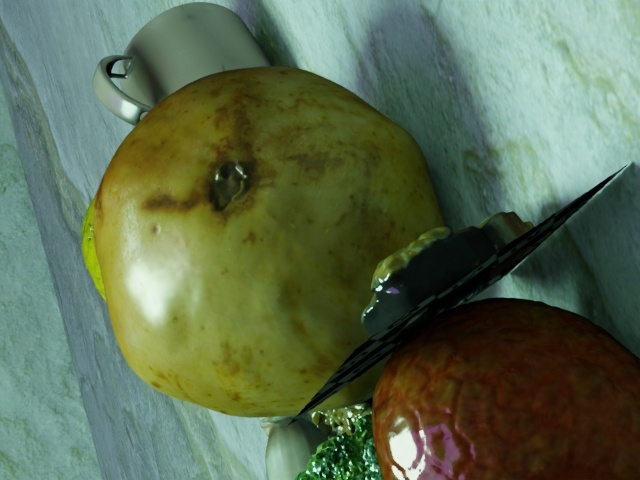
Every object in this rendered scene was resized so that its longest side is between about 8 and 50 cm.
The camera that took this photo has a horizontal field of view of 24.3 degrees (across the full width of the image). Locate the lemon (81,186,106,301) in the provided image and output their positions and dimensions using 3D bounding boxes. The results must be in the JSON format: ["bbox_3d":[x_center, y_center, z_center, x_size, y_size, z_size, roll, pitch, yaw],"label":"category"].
[{"bbox_3d":[-0.192,0.007,2.098,0.322,0.268,0.268,52,-177,-43],"label":"lemon"}]

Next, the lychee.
[{"bbox_3d":[0.158,0.172,1.245,0.300,0.255,0.255,-30,70,37],"label":"lychee"}]

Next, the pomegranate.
[{"bbox_3d":[-0.042,0.013,1.581,0.410,0.410,0.410,168,90,-71],"label":"pomegranate"}]

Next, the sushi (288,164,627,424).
[{"bbox_3d":[0.090,0.034,1.275,0.059,0.292,0.294,54,156,8],"label":"sushi"}]

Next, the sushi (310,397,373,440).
[{"bbox_3d":[0.056,0.194,1.712,0.212,0.115,0.147,-131,29,-59],"label":"sushi"}]

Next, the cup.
[{"bbox_3d":[-0.166,-0.180,1.934,0.200,0.253,0.191,57,132,40],"label":"cup"}]

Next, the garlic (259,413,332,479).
[{"bbox_3d":[0.012,0.342,1.843,0.279,0.132,0.325,46,-157,-62],"label":"garlic"}]

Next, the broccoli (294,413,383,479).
[{"bbox_3d":[0.102,0.270,1.506,0.245,0.265,0.294,-78,10,-75],"label":"broccoli"}]
